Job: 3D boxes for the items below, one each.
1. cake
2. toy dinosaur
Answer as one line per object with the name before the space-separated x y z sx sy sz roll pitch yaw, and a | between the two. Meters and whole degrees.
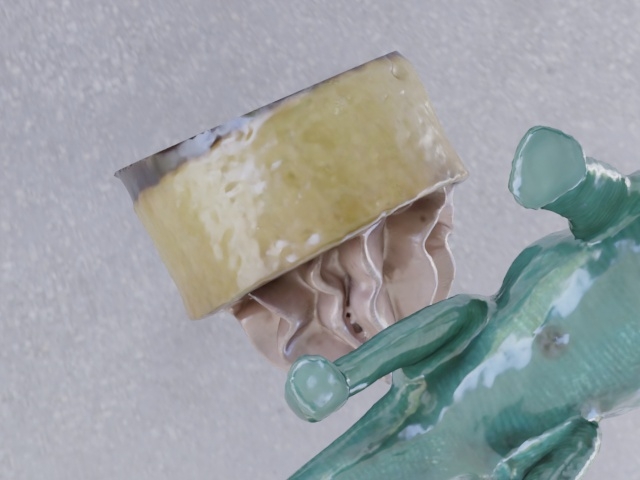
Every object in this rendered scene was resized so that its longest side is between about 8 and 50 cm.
cake | 0.000 0.000 0.844 0.185 0.207 0.178 -27 99 -26
toy dinosaur | 0.122 0.045 0.678 0.383 0.129 0.331 -40 169 13
